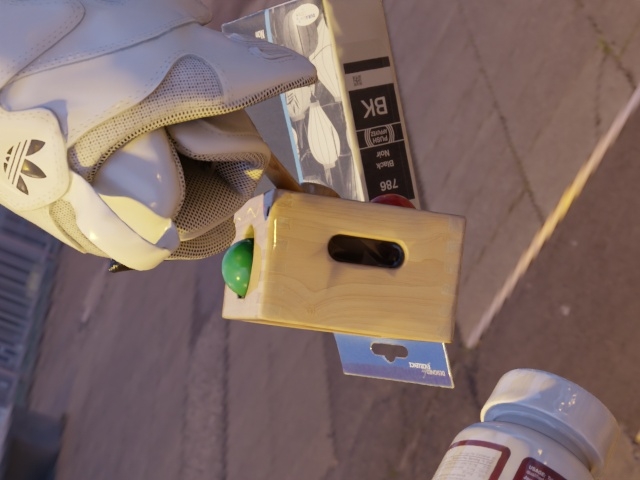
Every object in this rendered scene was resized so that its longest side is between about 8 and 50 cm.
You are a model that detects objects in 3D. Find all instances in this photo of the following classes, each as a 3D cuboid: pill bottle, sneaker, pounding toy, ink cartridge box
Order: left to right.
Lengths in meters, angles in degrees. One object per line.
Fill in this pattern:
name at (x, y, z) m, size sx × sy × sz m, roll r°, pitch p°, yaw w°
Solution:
sneaker at (-0.100, -0.109, 0.692) m, size 0.137 × 0.210 × 0.366 m, roll -60°, pitch -4°, yaw 33°
pounding toy at (0.000, 0.000, 0.720) m, size 0.130 × 0.141 × 0.100 m, roll 167°, pitch 110°, yaw -75°
ink cartridge box at (0.011, -0.034, 1.058) m, size 0.165 × 0.065 × 0.332 m, roll -4°, pitch 100°, yaw 56°
pill bottle at (0.130, 0.210, 0.926) m, size 0.221 × 0.121 × 0.121 m, roll -56°, pitch 10°, yaw -29°

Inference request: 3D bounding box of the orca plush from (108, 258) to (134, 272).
orca plush at (-0.229, -0.042, 1.383) m, size 0.287 × 0.151 × 0.102 m, roll 103°, pitch -168°, yaw -53°
